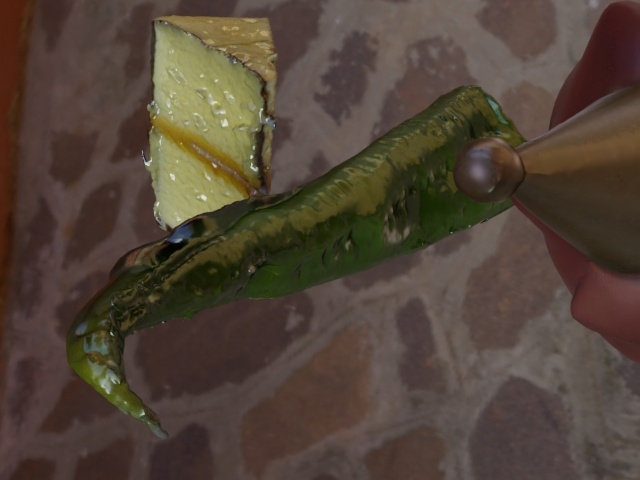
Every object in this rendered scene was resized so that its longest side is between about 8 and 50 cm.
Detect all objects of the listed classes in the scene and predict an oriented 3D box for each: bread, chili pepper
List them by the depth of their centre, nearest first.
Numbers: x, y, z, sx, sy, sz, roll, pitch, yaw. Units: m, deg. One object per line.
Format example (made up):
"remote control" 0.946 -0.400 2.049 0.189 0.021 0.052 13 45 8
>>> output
"chili pepper" 0.000 0.000 0.646 0.076 0.359 0.085 -32 89 47
"bread" -0.098 -0.101 1.244 0.178 0.142 0.266 21 127 19

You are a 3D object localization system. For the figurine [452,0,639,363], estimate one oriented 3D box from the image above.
"figurine" 0.166 -0.012 0.451 0.207 0.387 0.166 33 112 24
